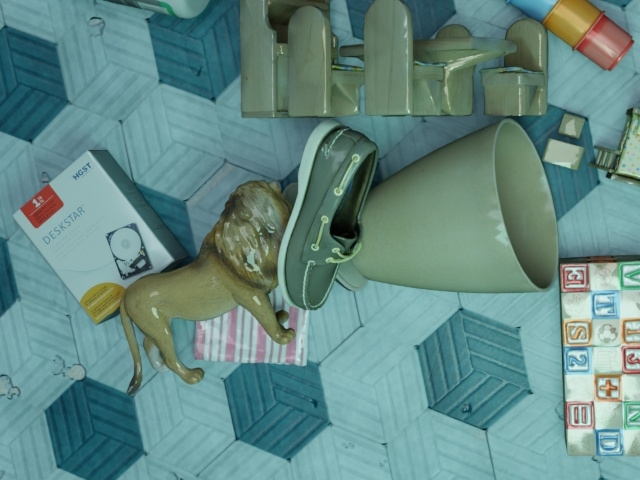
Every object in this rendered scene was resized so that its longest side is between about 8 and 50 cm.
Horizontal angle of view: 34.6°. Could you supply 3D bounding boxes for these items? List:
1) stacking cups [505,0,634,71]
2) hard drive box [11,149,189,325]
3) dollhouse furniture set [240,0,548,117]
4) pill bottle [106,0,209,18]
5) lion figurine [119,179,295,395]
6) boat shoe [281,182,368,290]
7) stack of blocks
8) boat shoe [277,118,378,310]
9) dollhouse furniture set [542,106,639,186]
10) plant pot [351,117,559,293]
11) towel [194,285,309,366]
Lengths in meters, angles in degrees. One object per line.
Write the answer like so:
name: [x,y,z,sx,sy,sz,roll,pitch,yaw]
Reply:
stacking cups: [0.326,-0.368,1.553,0.316,0.096,0.096,41,101,2]
hard drive box: [-0.365,-0.006,1.711,0.181,0.089,0.232,-40,87,11]
dollhouse furniture set: [0.079,-0.305,1.477,0.394,0.362,0.256,5,99,40]
pill bottle: [-0.347,-0.482,1.606,0.361,0.204,0.204,15,98,8]
lion figurine: [-0.190,0.080,1.612,0.392,0.142,0.240,-27,112,6]
boat shoe: [0.000,0.000,1.669,0.206,0.075,0.065,52,144,-3]
stack of blocks: [0.457,0.174,1.574,0.171,0.087,0.297,-3,94,11]
boat shoe: [0.013,-0.021,1.500,0.091,0.109,0.305,27,120,29]
dollhouse furniture set: [0.436,-0.186,1.538,0.161,0.101,0.182,16,98,9]
plant pot: [0.185,-0.024,1.546,0.274,0.256,0.256,-14,93,29]
towel: [-0.115,0.135,1.707,0.197,0.029,0.144,2,96,10]
